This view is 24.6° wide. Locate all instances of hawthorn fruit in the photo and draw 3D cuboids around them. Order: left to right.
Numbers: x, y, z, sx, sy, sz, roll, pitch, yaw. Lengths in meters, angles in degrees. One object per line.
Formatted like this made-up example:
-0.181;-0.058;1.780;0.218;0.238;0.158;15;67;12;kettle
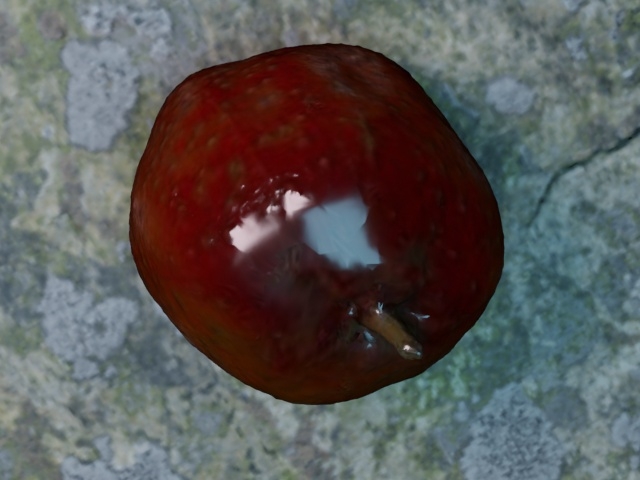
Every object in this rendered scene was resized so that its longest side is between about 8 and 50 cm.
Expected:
0.000;0.000;0.856;0.215;0.250;0.215;-14;132;-16;hawthorn fruit
